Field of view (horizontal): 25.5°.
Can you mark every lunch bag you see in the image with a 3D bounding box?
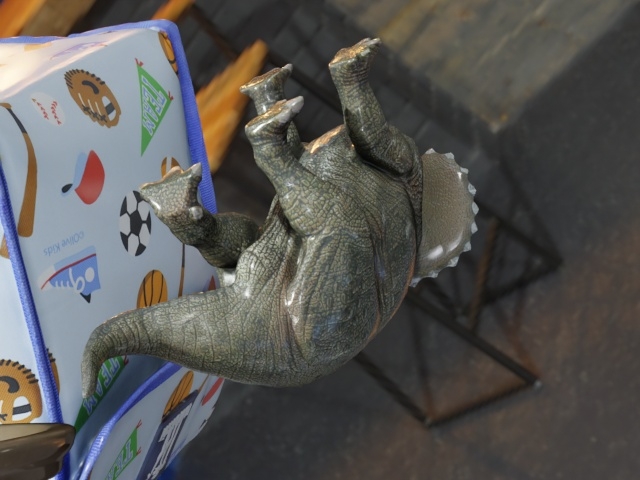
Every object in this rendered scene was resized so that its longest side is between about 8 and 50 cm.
[{"bbox_3d":[-0.207,0.056,1.084,0.239,0.385,0.328,-2,18,21],"label":"lunch bag"}]

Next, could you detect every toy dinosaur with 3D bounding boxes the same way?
[{"bbox_3d":[0.000,0.000,0.739,0.121,0.160,0.313,-17,23,34],"label":"toy dinosaur"}]

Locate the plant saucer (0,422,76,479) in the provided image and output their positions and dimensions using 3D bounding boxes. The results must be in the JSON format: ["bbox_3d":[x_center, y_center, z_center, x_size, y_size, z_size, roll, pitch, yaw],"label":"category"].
[{"bbox_3d":[-0.227,0.099,0.509,0.278,0.278,0.041,-13,83,61],"label":"plant saucer"}]
